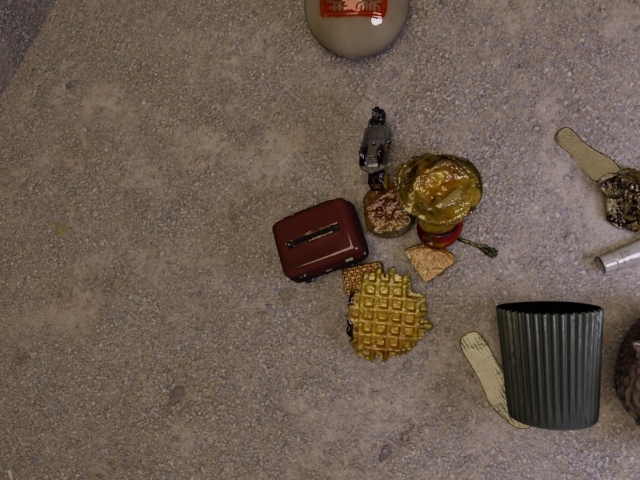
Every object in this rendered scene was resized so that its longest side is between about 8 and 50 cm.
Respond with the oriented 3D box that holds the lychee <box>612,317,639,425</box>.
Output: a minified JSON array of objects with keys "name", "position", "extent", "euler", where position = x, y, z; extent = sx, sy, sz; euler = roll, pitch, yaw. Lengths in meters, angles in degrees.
[{"name":"lychee","position":[1.004,0.375,1.462],"extent":[0.432,0.380,0.380],"euler":[37,97,-12]}]

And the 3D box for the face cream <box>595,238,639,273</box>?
[{"name":"face cream","position":[0.973,0.037,1.649],"extent":[0.244,0.058,0.092],"euler":[-21,86,8]}]

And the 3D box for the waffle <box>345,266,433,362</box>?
[{"name":"waffle","position":[0.209,0.249,1.814],"extent":[0.307,0.060,0.311],"euler":[-29,90,12]}]

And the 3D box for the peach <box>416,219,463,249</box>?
[{"name":"peach","position":[0.400,-0.037,1.779],"extent":[0.172,0.092,0.127],"euler":[-37,44,-24]}]

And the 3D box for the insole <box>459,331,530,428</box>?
[{"name":"insole","position":[0.571,0.454,1.751],"extent":[0.119,0.009,0.348],"euler":[-33,79,12]}]

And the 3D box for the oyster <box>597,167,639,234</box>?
[{"name":"oyster","position":[0.982,-0.128,1.645],"extent":[0.223,0.083,0.214],"euler":[-18,86,6]}]

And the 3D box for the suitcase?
[{"name":"suitcase","position":[0.000,0.000,1.852],"extent":[0.297,0.161,0.236],"euler":[-21,72,15]}]

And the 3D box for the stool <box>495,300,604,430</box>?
[{"name":"stool","position":[0.676,0.357,1.590],"extent":[0.297,0.297,0.329],"euler":[-2,89,15]}]

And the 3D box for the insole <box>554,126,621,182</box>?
[{"name":"insole","position":[0.856,-0.266,1.725],"extent":[0.086,0.005,0.253],"euler":[-46,76,8]}]

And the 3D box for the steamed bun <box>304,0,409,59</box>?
[{"name":"steamed bun","position":[0.116,-0.828,1.850],"extent":[0.375,0.241,0.374],"euler":[-2,82,15]}]

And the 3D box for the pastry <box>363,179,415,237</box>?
[{"name":"pastry","position":[0.238,-0.105,1.837],"extent":[0.182,0.093,0.192],"euler":[-7,77,16]}]

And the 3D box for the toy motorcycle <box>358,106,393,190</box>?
[{"name":"toy motorcycle","position":[0.190,-0.314,1.798],"extent":[0.091,0.157,0.263],"euler":[0,67,22]}]

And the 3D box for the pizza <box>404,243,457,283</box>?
[{"name":"pizza","position":[0.363,0.076,1.815],"extent":[0.175,0.046,0.134],"euler":[20,90,16]}]

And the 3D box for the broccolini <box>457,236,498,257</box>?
[{"name":"broccolini","position":[0.520,0.022,1.791],"extent":[0.140,0.030,0.035],"euler":[21,128,20]}]

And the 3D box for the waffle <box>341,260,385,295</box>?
[{"name":"waffle","position":[0.152,0.133,1.871],"extent":[0.148,0.042,0.102],"euler":[-12,84,14]}]

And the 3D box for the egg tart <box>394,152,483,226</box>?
[{"name":"egg tart","position":[0.384,-0.186,1.743],"extent":[0.297,0.132,0.297],"euler":[-1,66,1]}]
